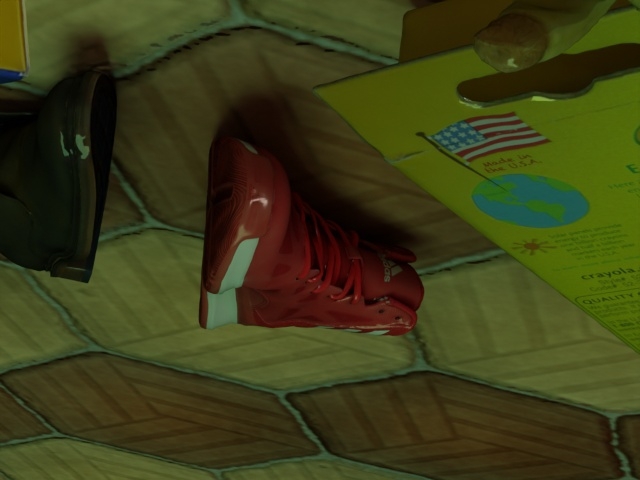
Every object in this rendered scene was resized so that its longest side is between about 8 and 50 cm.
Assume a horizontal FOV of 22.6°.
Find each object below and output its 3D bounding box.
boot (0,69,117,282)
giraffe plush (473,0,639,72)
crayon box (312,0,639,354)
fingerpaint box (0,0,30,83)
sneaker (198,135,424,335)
[{"bbox_3d":[-0.165,-0.033,0.842,0.106,0.082,0.219,10,158,-7],"label":"boot"},{"bbox_3d":[0.113,-0.142,0.373,0.181,0.170,0.210,-19,-170,-23],"label":"giraffe plush"},{"bbox_3d":[0.173,-0.039,0.700,0.202,0.081,0.318,-10,150,37],"label":"crayon box"},{"bbox_3d":[-0.383,-0.102,0.502,0.445,0.163,0.371,-6,177,31],"label":"fingerpaint box"},{"bbox_3d":[0.000,0.000,0.878,0.128,0.087,0.221,3,169,-6],"label":"sneaker"}]
